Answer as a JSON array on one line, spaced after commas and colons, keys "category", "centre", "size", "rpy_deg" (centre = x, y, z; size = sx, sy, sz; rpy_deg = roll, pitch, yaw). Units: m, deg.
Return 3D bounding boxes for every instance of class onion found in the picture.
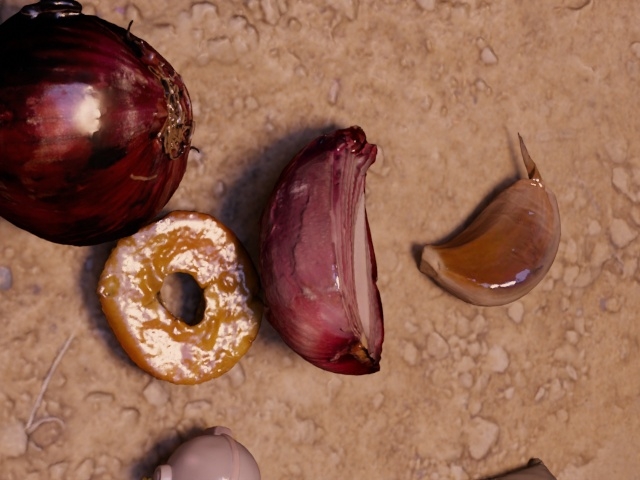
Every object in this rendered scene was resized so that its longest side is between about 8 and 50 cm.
[{"category": "onion", "centre": [-0.229, -0.105, 1.128], "size": [0.281, 0.281, 0.221], "rpy_deg": [-1, 89, -24]}, {"category": "onion", "centre": [0.000, 0.000, 1.304], "size": [0.120, 0.227, 0.283], "rpy_deg": [-3, 55, 13]}]

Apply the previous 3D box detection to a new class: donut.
[{"category": "donut", "centre": [-0.146, 0.058, 1.286], "size": [0.162, 0.065, 0.178], "rpy_deg": [-22, 102, -16]}]

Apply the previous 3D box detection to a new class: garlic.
[{"category": "garlic", "centre": [0.213, -0.010, 1.430], "size": [0.128, 0.090, 0.198], "rpy_deg": [42, 81, -7]}]

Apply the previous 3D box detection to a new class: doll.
[{"category": "doll", "centre": [-0.132, 0.330, 1.266], "size": [0.151, 0.151, 0.287], "rpy_deg": [16, 83, -24]}]

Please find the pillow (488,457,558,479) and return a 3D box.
[{"category": "pillow", "centre": [0.188, 0.333, 1.410], "size": [0.255, 0.059, 0.169], "rpy_deg": [-11, 55, -23]}]
